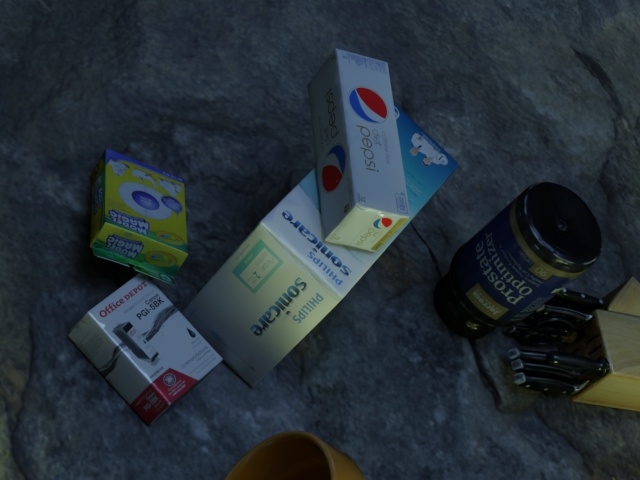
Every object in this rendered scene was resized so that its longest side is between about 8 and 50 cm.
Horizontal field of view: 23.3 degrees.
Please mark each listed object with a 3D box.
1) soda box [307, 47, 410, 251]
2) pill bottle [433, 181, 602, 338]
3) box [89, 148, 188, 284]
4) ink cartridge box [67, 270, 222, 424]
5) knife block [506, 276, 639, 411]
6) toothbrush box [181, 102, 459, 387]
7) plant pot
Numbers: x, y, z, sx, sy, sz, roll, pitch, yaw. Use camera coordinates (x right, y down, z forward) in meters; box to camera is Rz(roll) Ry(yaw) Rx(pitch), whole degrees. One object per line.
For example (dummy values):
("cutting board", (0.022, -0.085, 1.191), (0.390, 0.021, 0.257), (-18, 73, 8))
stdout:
("soda box", (0.039, -0.099, 1.680), (0.069, 0.074, 0.216), (13, 52, -25))
("pill bottle", (0.238, 0.032, 1.923), (0.123, 0.219, 0.122), (18, 51, -23))
("box", (-0.204, -0.025, 1.744), (0.105, 0.043, 0.179), (21, 32, -21))
("ink cartridge box", (-0.190, 0.115, 1.684), (0.135, 0.056, 0.099), (47, 46, 2))
("knife block", (0.378, 0.170, 2.017), (0.275, 0.088, 0.242), (46, 46, 1))
("toothbrush box", (0.000, 0.000, 1.786), (0.126, 0.216, 0.295), (42, 47, -1))
("plant pot", (0.006, 0.326, 1.590), (0.188, 0.205, 0.205), (35, 44, -31))
